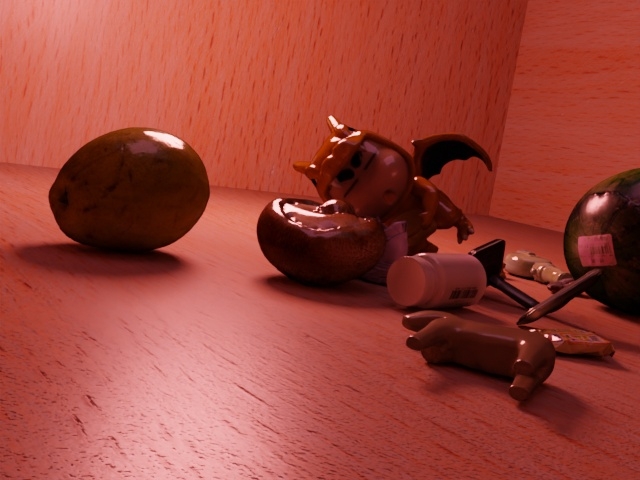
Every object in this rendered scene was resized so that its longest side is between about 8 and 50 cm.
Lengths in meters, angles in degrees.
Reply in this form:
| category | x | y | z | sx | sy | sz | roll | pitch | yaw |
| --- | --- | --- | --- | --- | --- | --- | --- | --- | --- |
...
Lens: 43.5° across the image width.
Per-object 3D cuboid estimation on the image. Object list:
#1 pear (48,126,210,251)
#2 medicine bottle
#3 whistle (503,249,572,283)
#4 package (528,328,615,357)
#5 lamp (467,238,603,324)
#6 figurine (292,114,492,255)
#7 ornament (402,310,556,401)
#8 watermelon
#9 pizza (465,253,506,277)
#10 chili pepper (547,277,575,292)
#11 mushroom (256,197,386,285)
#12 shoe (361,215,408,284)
| category | x | y | z | sx | sy | sz | roll | pitch | yaw |
| --- | --- | --- | --- | --- | --- | --- | --- | --- | --- |
| pear | -0.364 | -0.096 | 1.554 | 0.307 | 0.252 | 0.253 | -7 | 16 | -40 |
| medicine bottle | 0.213 | 0.074 | 1.462 | 0.103 | 0.102 | 0.187 | 16 | 10 | 43 |
| whistle | 0.564 | 0.073 | 2.083 | 0.126 | 0.067 | 0.258 | 6 | 10 | -17 |
| package | 0.398 | 0.162 | 1.281 | 0.121 | 0.031 | 0.108 | 3 | 7 | -5 |
| lamp | 0.370 | 0.101 | 1.547 | 0.203 | 0.124 | 0.283 | -20 | 25 | -31 |
| figurine | 0.141 | -0.106 | 1.845 | 0.387 | 0.268 | 0.401 | 33 | -28 | -16 |
| ornament | 0.200 | 0.139 | 1.085 | 0.230 | 0.061 | 0.245 | 10 | 8 | 25 |
| watermelon | 0.720 | 0.001 | 1.772 | 0.364 | 0.363 | 0.363 | 9 | 7 | -1 |
| pizza | 0.410 | 0.061 | 2.050 | 0.134 | 0.046 | 0.175 | 10 | 7 | 9 |
| chili pepper | 0.603 | 0.110 | 1.931 | 0.153 | 0.041 | 0.050 | -12 | -4 | -26 |
| mushroom | 0.000 | 0.000 | 1.548 | 0.253 | 0.153 | 0.253 | 7 | 18 | -2 |
| shoe | 0.079 | 0.008 | 1.691 | 0.245 | 0.137 | 0.095 | 13 | 5 | 31 |
